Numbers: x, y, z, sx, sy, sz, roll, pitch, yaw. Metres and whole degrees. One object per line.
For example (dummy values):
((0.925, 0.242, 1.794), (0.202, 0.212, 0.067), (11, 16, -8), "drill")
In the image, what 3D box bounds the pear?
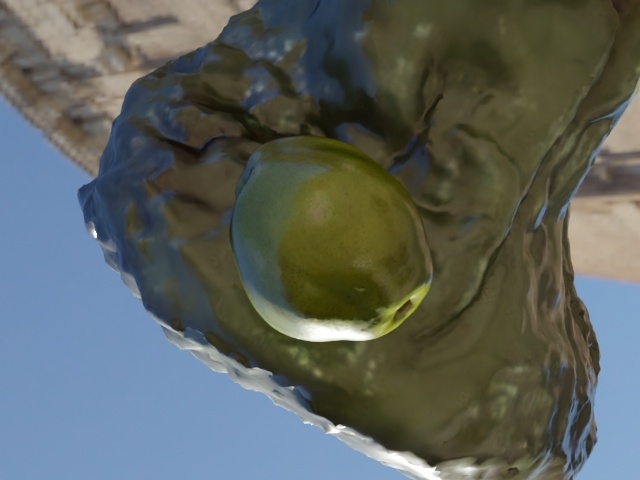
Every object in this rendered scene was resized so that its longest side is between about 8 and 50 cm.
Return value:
((0.000, 0.000, 0.735), (0.092, 0.097, 0.092), (-37, -23, -19), "pear")

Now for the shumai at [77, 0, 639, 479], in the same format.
((0.068, -0.060, 0.967), (0.323, 0.324, 0.397), (-61, -20, 10), "shumai")
